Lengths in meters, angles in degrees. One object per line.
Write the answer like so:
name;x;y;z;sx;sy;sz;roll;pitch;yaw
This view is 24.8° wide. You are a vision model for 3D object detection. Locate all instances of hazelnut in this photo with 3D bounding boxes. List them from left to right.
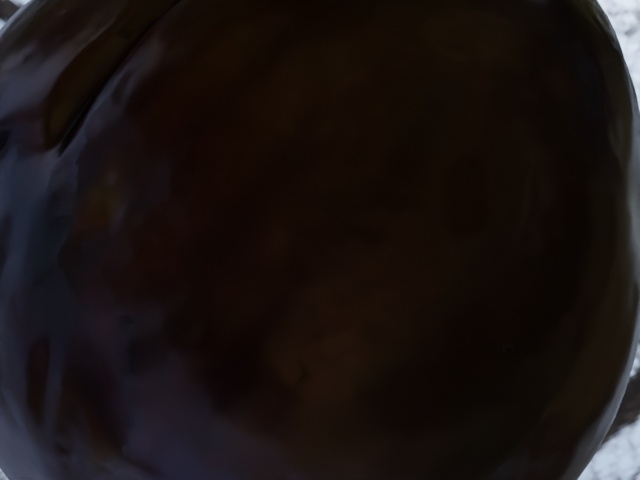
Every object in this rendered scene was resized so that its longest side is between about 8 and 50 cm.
hazelnut;0.000;0.000;0.419;0.229;0.229;0.229;25;-135;-29
